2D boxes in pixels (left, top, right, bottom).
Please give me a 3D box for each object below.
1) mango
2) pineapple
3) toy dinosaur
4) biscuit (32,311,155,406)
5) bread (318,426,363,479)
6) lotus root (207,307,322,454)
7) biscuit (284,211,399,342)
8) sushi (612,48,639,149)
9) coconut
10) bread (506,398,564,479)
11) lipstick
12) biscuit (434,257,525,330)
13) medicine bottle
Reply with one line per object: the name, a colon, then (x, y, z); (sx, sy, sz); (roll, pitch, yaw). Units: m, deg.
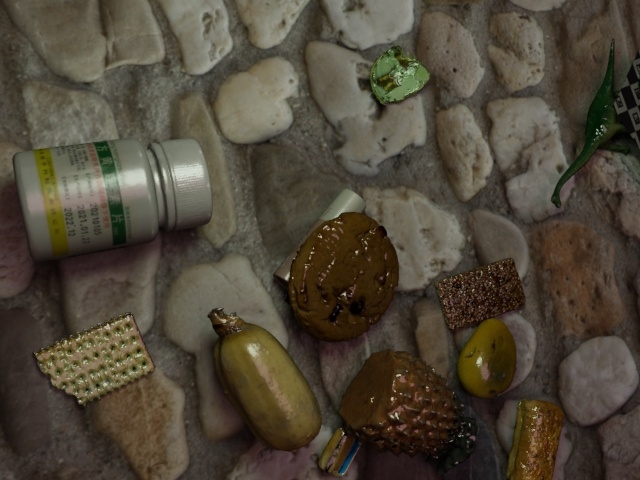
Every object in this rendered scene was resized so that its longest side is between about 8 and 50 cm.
mango: (0.393, 0.274, 1.707); (0.137, 0.098, 0.195); (19, 74, -13)
pineapple: (0.231, 0.393, 1.592); (0.357, 0.223, 0.222); (34, 74, -25)
toy dinosaur: (0.685, -0.305, 1.880); (0.301, 0.087, 0.446); (-3, 83, -20)
biscuit: (-0.442, 0.241, 1.449); (0.203, 0.016, 0.144); (-25, 93, -21)
bread: (0.041, 0.456, 1.585); (0.072, 0.053, 0.106); (40, 74, -36)
lotus root: (-0.118, 0.276, 1.482); (0.152, 0.169, 0.342); (-32, 94, -26)
biscuit: (0.059, 0.083, 1.574); (0.296, 0.075, 0.295); (-8, 104, -35)
sushi: (0.893, -0.325, 1.906); (0.294, 0.059, 0.292); (47, 55, -20)
coconut: (0.178, -0.387, 1.718); (0.158, 0.055, 0.133); (-12, 87, -22)
bread: (0.512, 0.485, 1.736); (0.114, 0.083, 0.210); (16, 81, -22)
lipstick: (0.000, 0.000, 1.605); (0.070, 0.070, 0.254); (43, 73, -11)
biscuit: (0.390, 0.127, 1.758); (0.231, 0.025, 0.130); (-17, 91, -20)
medicine bottle: (-0.394, -0.089, 1.399); (0.340, 0.208, 0.208); (-11, 88, -20)
